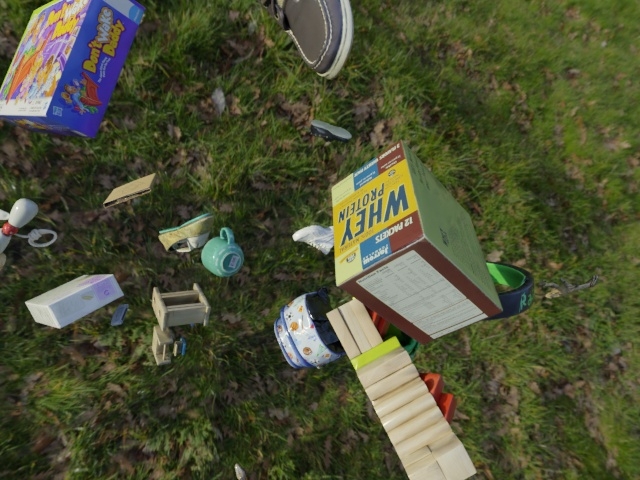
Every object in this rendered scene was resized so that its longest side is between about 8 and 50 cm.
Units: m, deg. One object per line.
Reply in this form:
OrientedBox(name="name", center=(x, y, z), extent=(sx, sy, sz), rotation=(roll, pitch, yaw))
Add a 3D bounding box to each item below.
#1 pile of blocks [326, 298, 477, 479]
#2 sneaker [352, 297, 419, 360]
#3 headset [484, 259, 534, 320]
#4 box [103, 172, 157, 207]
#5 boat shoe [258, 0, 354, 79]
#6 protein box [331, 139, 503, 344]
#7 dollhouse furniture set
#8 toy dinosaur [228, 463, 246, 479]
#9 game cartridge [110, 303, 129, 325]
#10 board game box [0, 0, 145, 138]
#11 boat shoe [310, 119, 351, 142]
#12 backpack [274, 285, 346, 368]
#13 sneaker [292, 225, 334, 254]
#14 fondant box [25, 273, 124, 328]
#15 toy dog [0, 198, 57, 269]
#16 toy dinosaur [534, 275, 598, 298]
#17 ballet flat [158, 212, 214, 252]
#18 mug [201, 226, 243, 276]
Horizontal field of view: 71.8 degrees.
OrientedBox(name="pile of blocks", center=(0.132, 0.232, 0.695), extent=(0.112, 0.149, 0.362), rotation=(-28, 55, -2))
OrientedBox(name="sneaker", center=(0.134, 0.218, 0.871), extent=(0.109, 0.123, 0.295), rotation=(-19, 105, -11))
OrientedBox(name="headset", center=(0.243, 0.070, 0.953), extent=(0.243, 0.394, 0.185), rotation=(-25, 111, -55))
OrientedBox(name="box", center=(-0.670, -0.179, 1.568), extent=(0.164, 0.201, 0.021), rotation=(-21, 116, -5))
OrientedBox(name="boat shoe", center=(-0.040, -0.326, 0.566), extent=(0.092, 0.103, 0.285), rotation=(-2, 65, -33))
OrientedBox(name="protein box", center=(0.133, 0.007, 0.648), extent=(0.201, 0.136, 0.200), rotation=(37, 34, -33))
OrientedBox(name="dollhouse furniture set", center=(-0.412, 0.237, 1.278), extent=(0.129, 0.129, 0.184), rotation=(-2, 120, -33))
OrientedBox(name="toy dinosaur", center=(-0.184, 0.580, 0.921), extent=(0.064, 0.112, 0.211), rotation=(1, 51, 15))
OrientedBox(name="game cartridge", center=(-0.767, 0.284, 1.686), extent=(0.056, 0.017, 0.083), rotation=(-10, 51, 22))
OrientedBox(name="board game box", center=(-0.470, -0.314, 0.799), extent=(0.078, 0.347, 0.233), rotation=(24, 82, -48))
OrientedBox(name="boat shoe", center=(0.028, -0.292, 1.213), extent=(0.133, 0.042, 0.049), rotation=(27, 37, 27))
OrientedBox(name="backpack", center=(-0.030, 0.293, 1.446), extent=(0.213, 0.263, 0.276), rotation=(-33, 72, 4))
OrientedBox(name="sneaker", center=(0.000, 0.000, 1.815), extent=(0.232, 0.090, 0.115), rotation=(-3, 78, -24))
OrientedBox(name="fondant box", center=(-0.928, 0.219, 1.661), extent=(0.238, 0.330, 0.096), rotation=(-32, 110, -41))
OrientedBox(name="toy dog", center=(-1.142, -0.033, 1.560), extent=(0.333, 0.220, 0.161), rotation=(-32, 57, -15))
OrientedBox(name="toy dinosaur", center=(0.594, 0.128, 1.108), extent=(0.092, 0.183, 0.053), rotation=(14, 66, -28))
OrientedBox(name="ballet flat", center=(-0.503, -0.019, 1.702), extent=(0.123, 0.348, 0.123), rotation=(15, 69, -45))
OrientedBox(name="mug", center=(-0.335, 0.050, 1.525), extent=(0.129, 0.097, 0.158), rotation=(-34, 127, -28))
